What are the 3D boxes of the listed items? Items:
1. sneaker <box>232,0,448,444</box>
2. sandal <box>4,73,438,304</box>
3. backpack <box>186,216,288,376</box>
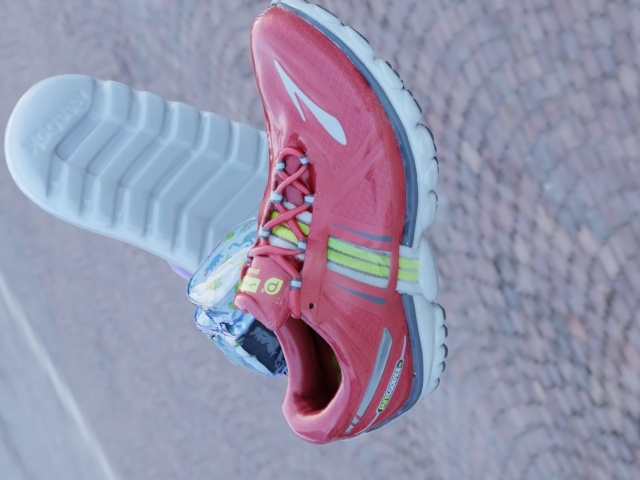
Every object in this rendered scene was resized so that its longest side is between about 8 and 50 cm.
[{"bbox_3d":[0.000,0.000,0.976,0.107,0.118,0.279,21,132,49],"label":"sneaker"},{"bbox_3d":[-0.079,-0.018,1.469,0.416,0.169,0.102,31,158,-17],"label":"sandal"},{"bbox_3d":[-0.041,0.035,1.200,0.084,0.105,0.114,44,163,-17],"label":"backpack"}]
